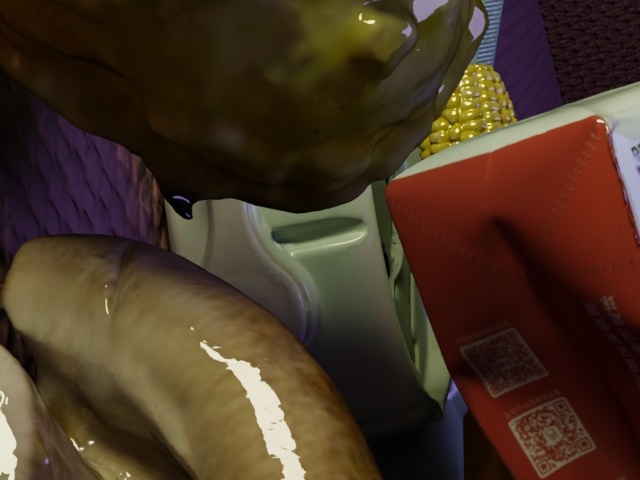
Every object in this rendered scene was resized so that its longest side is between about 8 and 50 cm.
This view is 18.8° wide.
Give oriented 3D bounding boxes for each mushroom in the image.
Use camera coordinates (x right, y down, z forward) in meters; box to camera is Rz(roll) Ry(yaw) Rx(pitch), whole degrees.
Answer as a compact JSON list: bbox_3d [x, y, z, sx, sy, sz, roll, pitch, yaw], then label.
[{"bbox_3d":[-0.048,0.107,0.648,0.156,0.151,0.285,71,16,-45],"label":"mushroom"}]

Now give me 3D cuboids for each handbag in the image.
[{"bbox_3d":[0.167,0.074,0.971,0.171,0.151,0.298,-21,94,-47],"label":"handbag"}]

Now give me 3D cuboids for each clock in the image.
[{"bbox_3d":[0.000,0.000,1.048,0.265,0.109,0.324,-86,162,-44],"label":"clock"}]

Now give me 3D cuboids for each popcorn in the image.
[{"bbox_3d":[-0.048,-0.107,0.724,0.266,0.233,0.192,-14,-123,71],"label":"popcorn"}]

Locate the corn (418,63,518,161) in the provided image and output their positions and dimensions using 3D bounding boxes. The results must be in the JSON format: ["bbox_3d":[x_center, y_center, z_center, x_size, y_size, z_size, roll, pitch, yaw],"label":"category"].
[{"bbox_3d":[0.096,0.002,1.071,0.067,0.067,0.206,20,58,-76],"label":"corn"}]

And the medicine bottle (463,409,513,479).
[{"bbox_3d":[0.087,0.114,1.265,0.112,0.149,0.222,70,16,-46],"label":"medicine bottle"}]

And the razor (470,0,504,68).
[{"bbox_3d":[0.099,-0.110,1.352,0.111,0.056,0.277,40,-53,43],"label":"razor"}]
